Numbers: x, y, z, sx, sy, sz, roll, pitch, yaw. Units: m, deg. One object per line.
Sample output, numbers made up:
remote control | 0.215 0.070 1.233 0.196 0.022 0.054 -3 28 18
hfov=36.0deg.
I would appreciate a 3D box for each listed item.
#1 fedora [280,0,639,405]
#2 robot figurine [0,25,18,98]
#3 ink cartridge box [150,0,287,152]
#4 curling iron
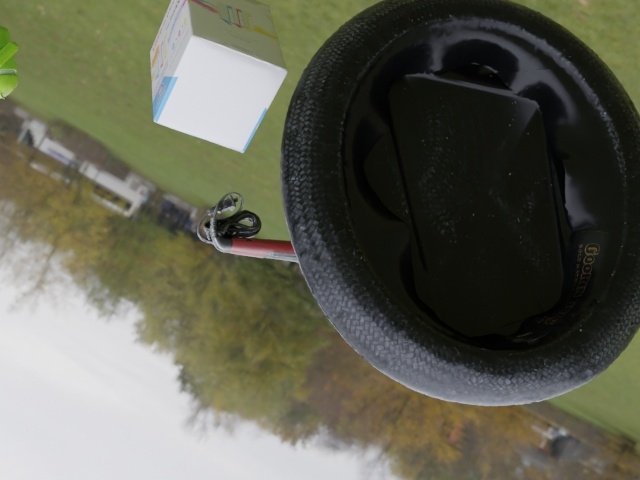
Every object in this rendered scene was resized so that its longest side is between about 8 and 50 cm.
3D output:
fedora | 0.106 -0.025 0.786 0.334 0.334 0.152 29 156 -1
robot figurine | -0.435 -0.237 1.289 0.067 0.115 0.101 -13 -175 -38
ink cartridge box | -0.097 -0.166 0.891 0.090 0.092 0.143 16 -147 -24
curling iron | 0.000 0.000 1.070 0.274 0.068 0.035 10 157 -22
